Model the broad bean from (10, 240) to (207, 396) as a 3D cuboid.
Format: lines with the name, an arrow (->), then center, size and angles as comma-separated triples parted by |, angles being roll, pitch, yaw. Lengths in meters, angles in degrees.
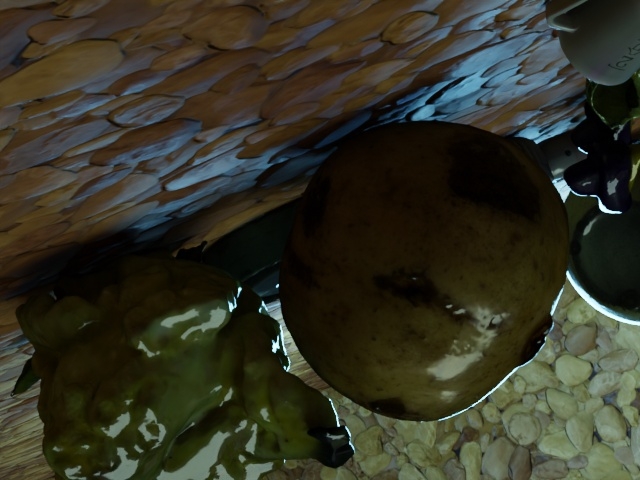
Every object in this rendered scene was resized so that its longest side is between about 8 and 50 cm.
broad bean -> -0.227, 0.087, 1.786 | 0.339, 0.061, 0.077 | -29, 180, 37

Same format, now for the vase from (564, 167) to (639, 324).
vase -> 0.485, -0.057, 2.319 | 0.302, 0.241, 0.329 | -31, 155, -56

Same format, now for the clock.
clock -> 0.000, 0.000, 1.862 | 0.280, 0.055, 0.280 | -23, 171, -4

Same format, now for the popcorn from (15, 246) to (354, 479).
popcorn -> -0.153, 0.126, 1.607 | 0.293, 0.237, 0.293 | -7, 144, -5

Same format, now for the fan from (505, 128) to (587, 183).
fan -> 0.239, -0.080, 1.926 | 0.244, 0.074, 0.130 | -20, 170, -22

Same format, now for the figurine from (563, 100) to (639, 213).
figurine -> 0.442, -0.161, 1.761 | 0.421, 0.154, 0.193 | -18, 138, 18

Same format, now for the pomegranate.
pomegranate -> 0.095, 0.021, 1.568 | 0.281, 0.281, 0.281 | -22, 171, -4

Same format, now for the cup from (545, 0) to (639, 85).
cup -> 0.236, -0.183, 1.375 | 0.104, 0.074, 0.116 | 13, 152, -22

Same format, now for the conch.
conch -> 0.292, -0.150, 1.638 | 0.089, 0.074, 0.121 | -57, 143, 3
